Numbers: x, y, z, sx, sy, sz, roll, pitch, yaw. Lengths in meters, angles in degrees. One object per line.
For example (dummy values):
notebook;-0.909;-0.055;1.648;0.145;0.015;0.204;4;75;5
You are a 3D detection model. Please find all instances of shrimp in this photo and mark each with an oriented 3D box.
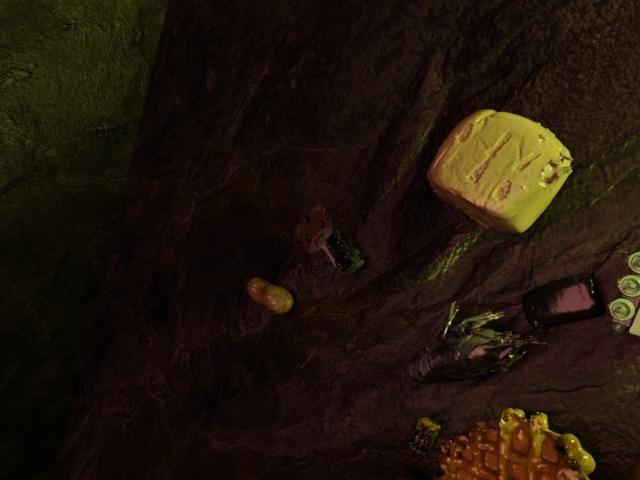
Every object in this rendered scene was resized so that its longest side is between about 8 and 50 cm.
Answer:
shrimp;0.327;0.218;1.081;0.372;0.137;0.172;-36;78;36

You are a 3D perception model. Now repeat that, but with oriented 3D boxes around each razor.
razor;0.489;0.126;1.007;0.148;0.054;0.090;-26;63;37

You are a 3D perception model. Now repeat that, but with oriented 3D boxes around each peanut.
peanut;-0.166;0.174;1.587;0.193;0.089;0.089;18;96;41

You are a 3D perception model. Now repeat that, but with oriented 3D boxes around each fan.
fan;0.000;0.000;1.512;0.152;0.008;0.226;-49;54;26

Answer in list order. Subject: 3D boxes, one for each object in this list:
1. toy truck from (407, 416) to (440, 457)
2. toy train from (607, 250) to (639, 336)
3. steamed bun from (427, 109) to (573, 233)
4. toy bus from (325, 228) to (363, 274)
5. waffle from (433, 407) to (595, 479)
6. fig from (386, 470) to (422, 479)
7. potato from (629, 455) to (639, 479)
toy truck;0.251;0.466;1.182;0.049;0.054;0.083;25;102;42
toy train;0.604;0.097;0.898;0.118;0.074;0.175;24;96;32
steamed bun;0.390;-0.145;1.068;0.273;0.166;0.232;35;96;34
toy bus;0.073;0.035;1.393;0.060;0.075;0.123;-43;58;31
waffle;0.408;0.547;1.002;0.382;0.095;0.379;-47;55;31
fig;0.207;0.629;1.146;0.154;0.144;0.165;-40;72;21
potato;0.566;0.435;0.847;0.081;0.120;0.149;21;98;42
